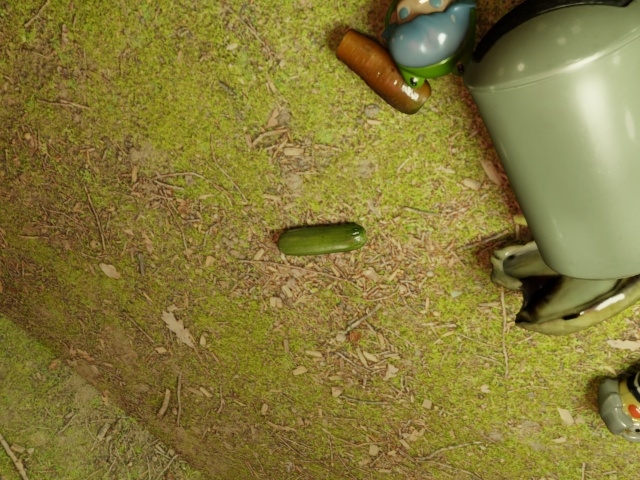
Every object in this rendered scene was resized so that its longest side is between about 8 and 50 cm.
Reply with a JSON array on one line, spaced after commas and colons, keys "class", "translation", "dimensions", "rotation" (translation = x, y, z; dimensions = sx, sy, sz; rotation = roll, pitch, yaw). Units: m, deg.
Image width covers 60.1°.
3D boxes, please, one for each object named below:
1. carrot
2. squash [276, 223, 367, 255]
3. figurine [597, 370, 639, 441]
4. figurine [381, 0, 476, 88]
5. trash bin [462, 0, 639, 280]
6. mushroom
[{"class": "carrot", "translation": [0.118, -0.315, 1.034], "dimensions": [0.193, 0.087, 0.087], "rotation": [37, 129, -4]}, {"class": "squash", "translation": [0.000, 0.000, 1.307], "dimensions": [0.238, 0.069, 0.069], "rotation": [-4, 119, 27]}, {"class": "figurine", "translation": [0.712, 0.330, 1.170], "dimensions": [0.175, 0.133, 0.236], "rotation": [27, 125, -18]}, {"class": "figurine", "translation": [0.174, -0.398, 0.928], "dimensions": [0.162, 0.143, 0.264], "rotation": [-10, 100, 20]}, {"class": "trash bin", "translation": [0.412, -0.177, 0.877], "dimensions": [0.280, 0.280, 0.432], "rotation": [-14, 118, 31]}, {"class": "mushroom", "translation": [0.478, 0.098, 1.041], "dimensions": [0.291, 0.218, 0.212], "rotation": [-10, 135, 20]}]
